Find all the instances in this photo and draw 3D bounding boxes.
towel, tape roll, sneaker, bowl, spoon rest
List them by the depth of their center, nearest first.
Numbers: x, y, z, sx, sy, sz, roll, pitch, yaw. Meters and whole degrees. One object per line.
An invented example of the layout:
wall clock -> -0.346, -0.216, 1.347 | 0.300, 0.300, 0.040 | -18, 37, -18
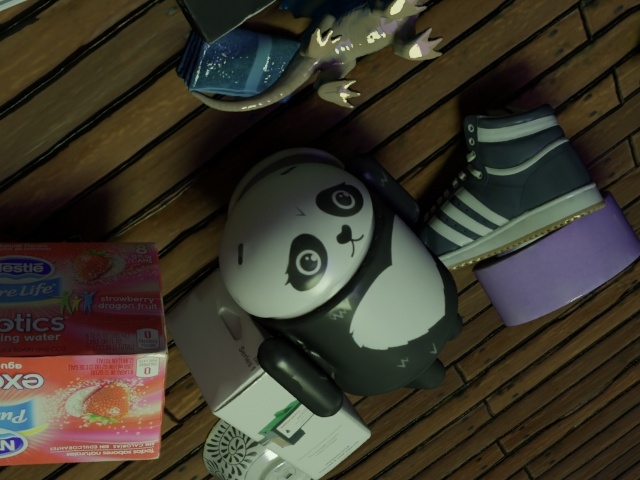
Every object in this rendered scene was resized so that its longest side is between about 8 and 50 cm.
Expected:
towel -> -0.070, -0.166, 1.031 | 0.120, 0.029, 0.067 | 4, 124, -36
spoon rest -> 0.000, 0.000, 1.187 | 0.137, 0.084, 0.276 | -39, 139, 2
sneaker -> 0.168, -0.055, 1.246 | 0.282, 0.153, 0.099 | -25, 178, 36
tape roll -> 0.283, 0.021, 1.318 | 0.189, 0.080, 0.189 | -32, 180, 0
bowl -> -0.056, 0.273, 1.397 | 0.170, 0.080, 0.170 | -19, 135, -20

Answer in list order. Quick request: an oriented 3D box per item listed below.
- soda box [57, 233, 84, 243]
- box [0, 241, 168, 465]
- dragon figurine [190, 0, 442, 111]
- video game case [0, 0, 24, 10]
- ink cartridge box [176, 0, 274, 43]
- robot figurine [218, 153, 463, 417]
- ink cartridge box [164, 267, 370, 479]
soda box -> -0.234, 0.074, 1.119 | 0.060, 0.053, 0.168 | -27, 137, -9
box -> -0.292, 0.099, 0.975 | 0.300, 0.154, 0.142 | -1, 130, -13
dragon figurine -> 0.020, -0.198, 1.007 | 0.289, 0.144, 0.085 | -30, 124, 6
video game case -> -0.232, -0.254, 0.802 | 0.191, 0.022, 0.173 | -18, 139, 12
ink cartridge box -> 0.012, -0.337, 0.912 | 0.371, 0.069, 0.175 | -36, 138, -4
robot figurine -> 0.027, 0.045, 1.080 | 0.174, 0.209, 0.278 | -34, 127, 16
ink cartridge box -> -0.059, 0.151, 1.225 | 0.093, 0.160, 0.219 | -41, 137, 4
